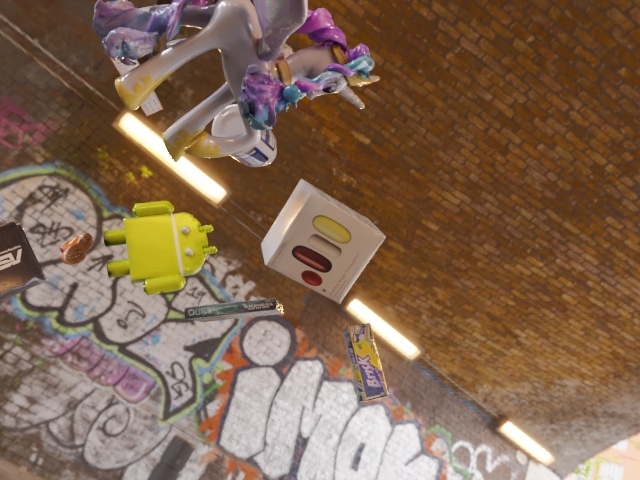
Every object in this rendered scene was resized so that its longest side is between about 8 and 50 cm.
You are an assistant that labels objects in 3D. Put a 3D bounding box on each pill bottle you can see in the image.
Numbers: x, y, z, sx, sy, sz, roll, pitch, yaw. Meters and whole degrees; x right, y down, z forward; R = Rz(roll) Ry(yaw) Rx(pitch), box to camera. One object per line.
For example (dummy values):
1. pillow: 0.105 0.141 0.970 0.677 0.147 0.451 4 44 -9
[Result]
1. pill bottle: -0.143 -0.201 0.870 0.094 0.094 0.169 25 1 10

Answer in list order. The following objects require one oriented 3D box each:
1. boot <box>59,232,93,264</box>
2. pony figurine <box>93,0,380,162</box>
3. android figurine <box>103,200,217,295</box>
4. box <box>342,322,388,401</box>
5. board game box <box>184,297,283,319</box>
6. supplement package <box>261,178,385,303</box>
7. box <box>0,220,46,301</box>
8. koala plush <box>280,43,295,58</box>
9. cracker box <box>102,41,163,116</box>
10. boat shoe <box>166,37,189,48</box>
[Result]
1. boot: -0.784 0.036 1.353 0.084 0.158 0.059 -16 -63 2
2. pony figurine: -0.113 -0.297 0.611 0.303 0.363 0.351 -112 180 -53
3. android figurine: -0.412 0.016 1.125 0.272 0.248 0.056 -7 -17 -19
4. box: 0.103 0.282 1.000 0.059 0.169 0.054 -7 -20 -16
5. board game box: -0.178 0.149 0.915 0.186 0.026 0.126 -6 -14 0
6. supplement package: 0.000 0.000 1.004 0.203 0.194 0.149 29 11 -19
7. box: -0.587 0.091 0.522 0.394 0.318 0.097 -8 -74 35
8. koala plush: -0.188 -0.620 1.344 0.196 0.203 0.221 -19 -62 22
9. cracker box: -0.607 -0.541 1.389 0.156 0.067 0.232 57 -11 29
10. boat shoe: -0.384 -0.572 1.273 0.142 0.049 0.040 2 -45 15
